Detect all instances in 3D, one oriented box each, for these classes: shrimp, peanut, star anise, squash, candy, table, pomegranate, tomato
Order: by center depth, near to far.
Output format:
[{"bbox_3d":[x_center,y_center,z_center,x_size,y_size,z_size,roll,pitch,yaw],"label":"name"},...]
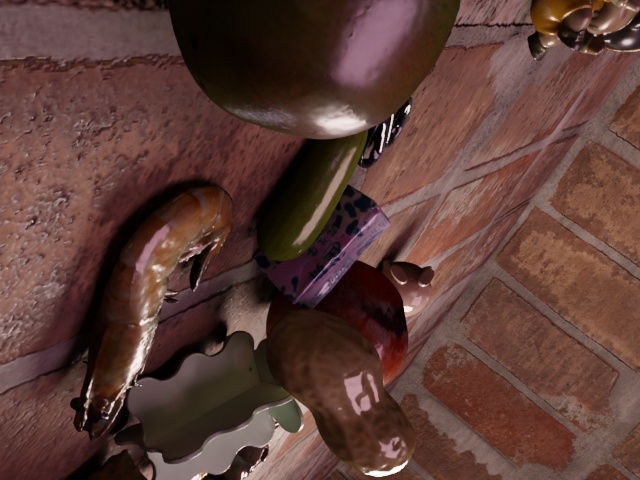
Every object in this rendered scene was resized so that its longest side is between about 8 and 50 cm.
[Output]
[{"bbox_3d":[-0.025,-0.155,0.419,0.224,0.181,0.181,9,121,-52],"label":"pomegranate"},{"bbox_3d":[-0.163,0.069,0.721,0.169,0.058,0.296,-25,147,-59],"label":"shrimp"},{"bbox_3d":[-0.005,-0.061,0.823,0.201,0.066,0.066,-56,162,9],"label":"squash"},{"bbox_3d":[0.034,0.190,0.899,0.124,0.256,0.123,-33,-164,11],"label":"peanut"},{"bbox_3d":[0.000,0.000,0.911,0.160,0.092,0.073,-47,157,-2],"label":"candy"},{"bbox_3d":[-0.146,0.220,0.922,0.198,0.166,0.166,-22,149,-41],"label":"table"},{"bbox_3d":[-0.136,0.331,1.028,0.208,0.063,0.172,-47,177,-10],"label":"star anise"},{"bbox_3d":[0.030,0.123,1.043,0.184,0.208,0.208,-41,172,38],"label":"tomato"}]

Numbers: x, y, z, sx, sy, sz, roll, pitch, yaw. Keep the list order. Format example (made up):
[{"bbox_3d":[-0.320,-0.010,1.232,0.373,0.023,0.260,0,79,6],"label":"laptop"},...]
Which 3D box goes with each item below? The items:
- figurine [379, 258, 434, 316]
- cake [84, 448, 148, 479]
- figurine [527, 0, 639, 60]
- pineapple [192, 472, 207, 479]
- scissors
[{"bbox_3d":[0.166,0.096,1.488,0.125,0.125,0.138,-41,171,-27],"label":"figurine"},{"bbox_3d":[-0.263,0.473,0.907,0.282,0.290,0.255,-41,164,-36],"label":"cake"},{"bbox_3d":[0.446,-0.378,1.131,0.257,0.167,0.192,-15,168,-28],"label":"figurine"},{"bbox_3d":[-0.184,0.321,1.139,0.225,0.076,0.224,-41,157,-22],"label":"pineapple"},{"bbox_3d":[0.081,-0.187,0.846,0.109,0.022,0.300,-48,162,-20],"label":"scissors"}]
